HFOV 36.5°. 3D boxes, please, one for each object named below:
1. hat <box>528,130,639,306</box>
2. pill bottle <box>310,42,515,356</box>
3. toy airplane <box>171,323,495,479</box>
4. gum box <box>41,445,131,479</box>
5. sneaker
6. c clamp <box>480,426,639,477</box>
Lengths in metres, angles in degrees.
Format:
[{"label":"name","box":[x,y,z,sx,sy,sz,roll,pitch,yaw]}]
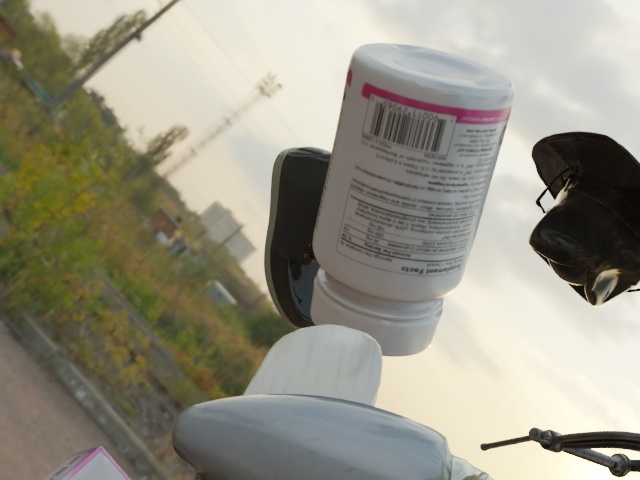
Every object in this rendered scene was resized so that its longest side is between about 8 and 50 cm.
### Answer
[{"label":"hat","box":[0.365,0.003,1.300,0.331,0.134,0.331,47,-8,9]},{"label":"pill bottle","box":[0.080,-0.039,0.961,0.160,0.160,0.283,41,-54,48]},{"label":"toy airplane","box":[-0.048,0.231,0.387,0.272,0.385,0.386,-47,-119,49]},{"label":"gum box","box":[-0.216,0.230,0.708,0.062,0.188,0.107,52,-27,-5]},{"label":"sneaker","box":[0.000,0.000,1.137,0.118,0.083,0.222,4,-81,48]},{"label":"c clamp","box":[0.240,0.177,0.817,0.161,0.022,0.137,22,-29,-32]}]
